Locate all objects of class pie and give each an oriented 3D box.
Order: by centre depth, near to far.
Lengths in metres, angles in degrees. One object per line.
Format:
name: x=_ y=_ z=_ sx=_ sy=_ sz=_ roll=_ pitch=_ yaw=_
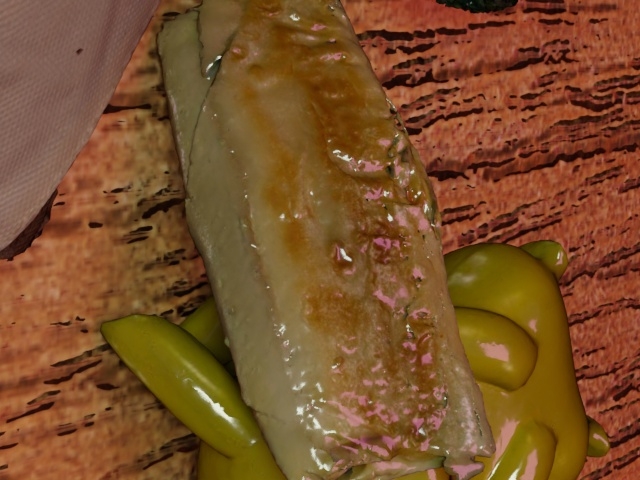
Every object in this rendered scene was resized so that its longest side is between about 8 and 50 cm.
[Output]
pie: x=0.000 y=0.000 z=0.923 sx=0.129 sy=0.068 sz=0.282 roll=-10 pitch=70 yaw=-23

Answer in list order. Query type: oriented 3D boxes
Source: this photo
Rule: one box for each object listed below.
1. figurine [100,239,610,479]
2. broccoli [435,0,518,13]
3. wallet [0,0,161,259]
figurine: x=0.026 y=0.103 z=1.020 sx=0.327 sy=0.169 sz=0.218 roll=-27 pitch=104 yaw=-51
broccoli: x=0.081 y=-0.263 z=0.955 sx=0.297 sy=0.297 sz=0.297 roll=12 pitch=88 yaw=-19
wallet: x=-0.097 y=-0.147 z=0.719 sx=0.335 sy=0.068 sz=0.275 roll=-57 pitch=168 yaw=-5
